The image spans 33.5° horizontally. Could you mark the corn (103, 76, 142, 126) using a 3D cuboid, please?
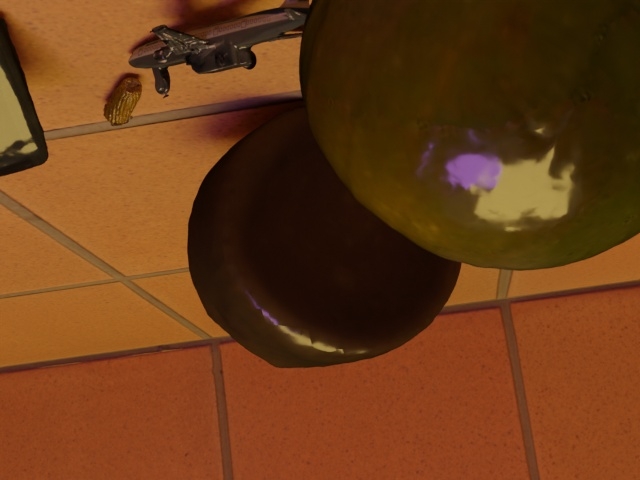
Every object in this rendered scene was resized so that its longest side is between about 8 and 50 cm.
[{"bbox_3d":[-0.194,-0.135,1.047,0.027,0.028,0.083,-23,174,-29],"label":"corn"}]

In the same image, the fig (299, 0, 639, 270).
[{"bbox_3d":[0.143,-0.145,0.716,0.316,0.316,0.316,-6,165,-2],"label":"fig"}]

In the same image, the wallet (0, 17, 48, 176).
[{"bbox_3d":[-0.370,-0.106,0.909,0.245,0.052,0.168,-9,131,0],"label":"wallet"}]

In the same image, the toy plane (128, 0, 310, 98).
[{"bbox_3d":[-0.083,-0.171,0.904,0.226,0.058,0.226,-18,177,37],"label":"toy plane"}]

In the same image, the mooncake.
[{"bbox_3d":[0.000,0.000,1.163,0.284,0.284,0.155,0,169,-23],"label":"mooncake"}]
